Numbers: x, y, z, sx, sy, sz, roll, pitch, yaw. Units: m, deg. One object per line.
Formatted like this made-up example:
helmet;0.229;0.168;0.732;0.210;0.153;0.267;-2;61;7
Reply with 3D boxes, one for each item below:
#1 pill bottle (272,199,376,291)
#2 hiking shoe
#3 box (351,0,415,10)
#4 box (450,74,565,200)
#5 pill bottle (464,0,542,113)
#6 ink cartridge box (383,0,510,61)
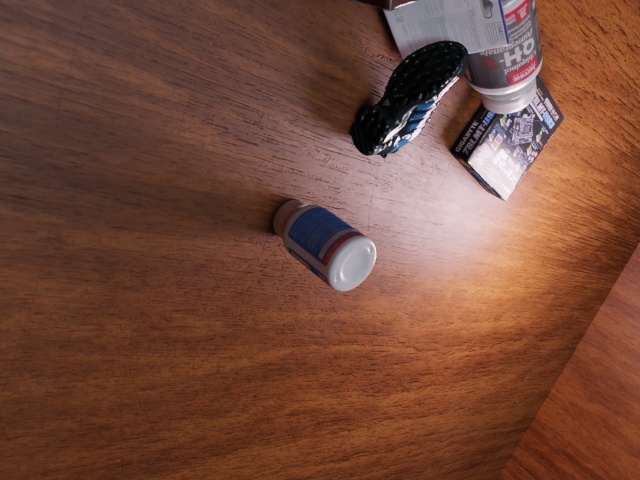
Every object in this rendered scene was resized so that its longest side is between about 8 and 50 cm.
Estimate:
pill bottle;0.000;0.000;1.290;0.124;0.221;0.124;-25;133;-30
hiking shoe;0.197;-0.299;1.327;0.304;0.113;0.132;-41;158;29
box;0.088;-0.585;0.982;0.143;0.191;0.381;-28;135;-27
box;0.514;-0.289;1.696;0.295;0.073;0.293;28;96;-49
pill bottle;0.396;-0.440;1.392;0.176;0.176;0.318;-46;140;-9
ink cartridge box;0.241;-0.453;1.219;0.223;0.224;0.045;55;39;-49
